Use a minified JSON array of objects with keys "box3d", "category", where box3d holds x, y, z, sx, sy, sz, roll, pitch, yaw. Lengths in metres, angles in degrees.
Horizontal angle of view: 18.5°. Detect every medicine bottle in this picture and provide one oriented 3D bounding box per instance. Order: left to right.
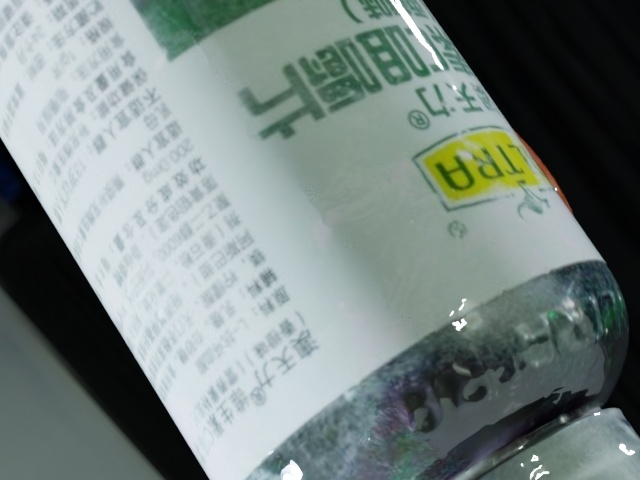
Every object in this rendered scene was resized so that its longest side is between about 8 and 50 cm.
[{"box3d":[0.000,0.000,0.625,0.141,0.293,0.141,-30,-15,-9],"category":"medicine bottle"}]

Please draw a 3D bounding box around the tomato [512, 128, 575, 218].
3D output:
[{"box3d":[0.035,0.028,1.009,0.208,0.208,0.184,-35,32,35],"category":"tomato"}]
